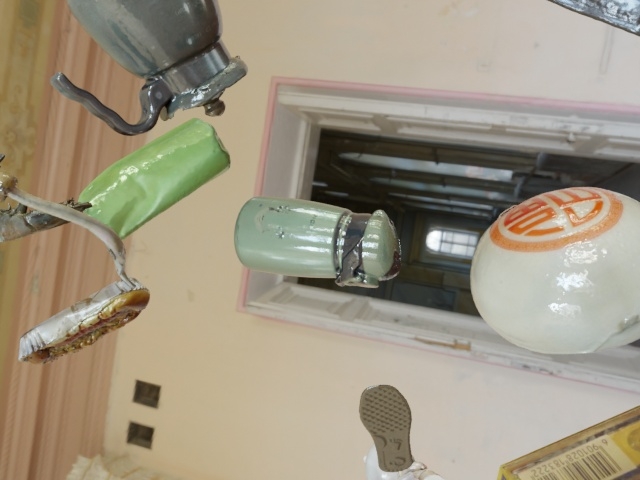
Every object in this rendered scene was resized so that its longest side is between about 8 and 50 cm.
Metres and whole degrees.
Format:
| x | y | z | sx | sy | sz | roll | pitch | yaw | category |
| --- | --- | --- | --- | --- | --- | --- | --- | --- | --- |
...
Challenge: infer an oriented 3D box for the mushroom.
| x | y | z | sx | sy | sz | roll | pitch | yaw | category |
| --- | --- | --- | --- | --- | --- | --- | --- | --- | --- |
| -0.351 | -0.008 | 0.807 | 0.306 | 0.068 | 0.043 | 51 | -135 | -51 | mushroom |

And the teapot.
| x | y | z | sx | sy | sz | roll | pitch | yaw | category |
| --- | --- | --- | --- | --- | --- | --- | --- | --- | --- |
| -0.251 | -0.309 | 0.875 | 0.285 | 0.223 | 0.305 | 58 | -153 | -28 | teapot |

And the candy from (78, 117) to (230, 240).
| x | y | z | sx | sy | sz | roll | pitch | yaw | category |
| --- | --- | --- | --- | --- | --- | --- | --- | --- | --- |
| -0.364 | -0.139 | 1.213 | 0.343 | 0.132 | 0.142 | -39 | -38 | -18 | candy |

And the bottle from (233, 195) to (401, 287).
| x | y | z | sx | sy | sz | roll | pitch | yaw | category |
| --- | --- | --- | --- | --- | --- | --- | --- | --- | --- |
| 0.000 | 0.002 | 1.127 | 0.168 | 0.347 | 0.168 | 8 | -90 | -66 | bottle |

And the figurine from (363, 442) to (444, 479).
| x | y | z | sx | sy | sz | roll | pitch | yaw | category |
| --- | --- | --- | --- | --- | --- | --- | --- | --- | --- |
| 0.179 | 0.542 | 1.221 | 0.144 | 0.182 | 0.257 | -47 | 11 | -9 | figurine |

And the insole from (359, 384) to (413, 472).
| x | y | z | sx | sy | sz | roll | pitch | yaw | category |
| --- | --- | --- | --- | --- | --- | --- | --- | --- | --- |
| 0.061 | 0.171 | 0.482 | 0.002 | 0.045 | 0.135 | -96 | -6 | -53 | insole |

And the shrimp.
| x | y | z | sx | sy | sz | roll | pitch | yaw | category |
| --- | --- | --- | --- | --- | --- | --- | --- | --- | --- |
| -0.516 | -0.085 | 0.959 | 0.195 | 0.035 | 0.147 | -23 | -84 | -40 | shrimp |

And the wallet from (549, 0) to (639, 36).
| x | y | z | sx | sy | sz | roll | pitch | yaw | category |
| --- | --- | --- | --- | --- | --- | --- | --- | --- | --- |
| 0.480 | -0.493 | 0.806 | 0.041 | 0.247 | 0.323 | -21 | -39 | -61 | wallet |

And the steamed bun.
| x | y | z | sx | sy | sz | roll | pitch | yaw | category |
| --- | --- | --- | --- | --- | --- | --- | --- | --- | --- |
| 0.354 | 0.023 | 0.791 | 0.177 | 0.283 | 0.283 | 64 | -152 | -21 | steamed bun |

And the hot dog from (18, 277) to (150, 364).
| x | y | z | sx | sy | sz | roll | pitch | yaw | category |
| --- | --- | --- | --- | --- | --- | --- | --- | --- | --- |
| -0.440 | 0.154 | 1.019 | 0.253 | 0.069 | 0.131 | -30 | -14 | -16 | hot dog |

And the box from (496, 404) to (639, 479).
| x | y | z | sx | sy | sz | roll | pitch | yaw | category |
| --- | --- | --- | --- | --- | --- | --- | --- | --- | --- |
| 0.365 | 0.309 | 0.683 | 0.084 | 0.301 | 0.192 | -122 | 20 | -48 | box |
